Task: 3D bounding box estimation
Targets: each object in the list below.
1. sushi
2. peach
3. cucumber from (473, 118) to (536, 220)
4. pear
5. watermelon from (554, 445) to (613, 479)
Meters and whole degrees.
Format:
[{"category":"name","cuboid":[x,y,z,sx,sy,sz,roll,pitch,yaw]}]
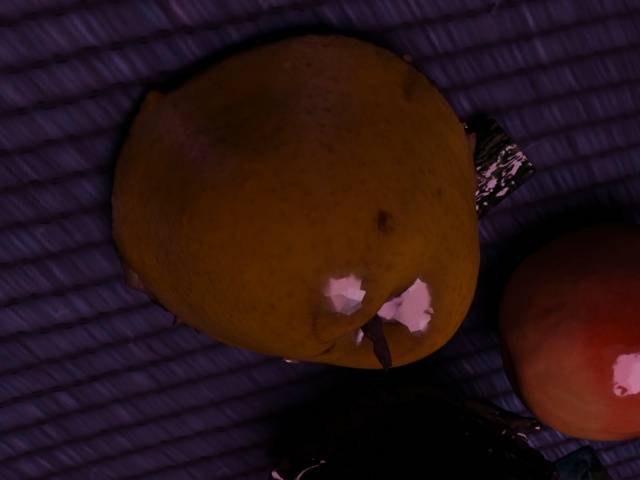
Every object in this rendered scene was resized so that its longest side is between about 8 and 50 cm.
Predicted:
[{"category":"sushi","cuboid":[0.093,0.213,1.060,0.225,0.219,0.238,-33,112,18]},{"category":"peach","cuboid":[0.229,0.076,1.043,0.184,0.184,0.184,-14,131,-16]},{"category":"cucumber","cuboid":[0.072,-0.012,0.969,0.187,0.058,0.058,-38,133,7]},{"category":"pear","cuboid":[0.003,-0.001,0.833,0.267,0.178,0.267,-5,113,-12]},{"category":"watermelon","cuboid":[0.252,0.331,1.332,0.154,0.094,0.241,-26,137,5]}]
